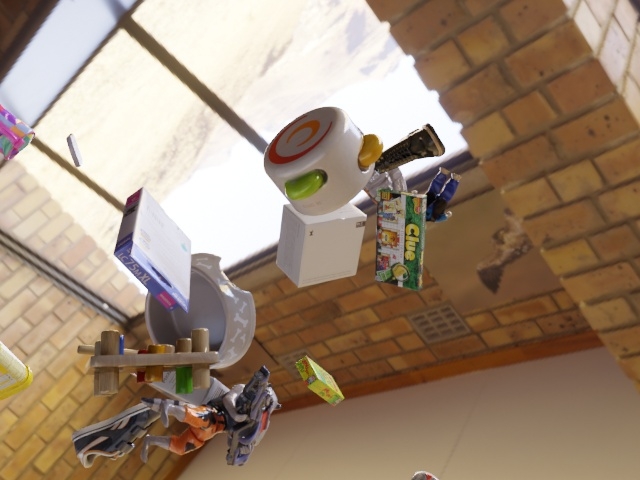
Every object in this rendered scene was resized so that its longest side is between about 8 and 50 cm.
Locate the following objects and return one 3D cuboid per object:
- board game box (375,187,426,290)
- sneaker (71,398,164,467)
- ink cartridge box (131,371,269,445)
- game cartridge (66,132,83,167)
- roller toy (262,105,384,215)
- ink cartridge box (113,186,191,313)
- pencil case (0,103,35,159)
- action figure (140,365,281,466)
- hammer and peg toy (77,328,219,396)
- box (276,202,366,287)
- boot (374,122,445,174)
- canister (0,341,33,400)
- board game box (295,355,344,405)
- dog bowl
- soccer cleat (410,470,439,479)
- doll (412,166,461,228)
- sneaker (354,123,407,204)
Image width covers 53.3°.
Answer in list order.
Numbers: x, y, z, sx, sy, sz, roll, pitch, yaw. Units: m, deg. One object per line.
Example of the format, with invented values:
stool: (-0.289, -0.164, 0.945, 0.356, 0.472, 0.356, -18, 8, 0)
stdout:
board game box: (0.211, -0.002, 1.695, 0.136, 0.260, 0.030, 11, -158, 31)
sneaker: (-0.635, 0.627, 2.066, 0.321, 0.128, 0.126, -24, 157, -2)
ink cartridge box: (-0.370, 0.437, 1.841, 0.384, 0.308, 0.091, 15, -115, 37)
game cartridge: (-0.640, -0.234, 1.660, 0.017, 0.083, 0.056, -16, -159, -10)
roller toy: (0.002, -0.151, 1.231, 0.209, 0.146, 0.191, -45, -146, -9)
ink cartridge box: (-0.361, 0.026, 1.394, 0.065, 0.186, 0.311, -33, -150, 7)
pencil case: (-0.768, -0.290, 1.443, 0.104, 0.236, 0.104, -43, -163, 17)
action figure: (-0.240, 0.392, 1.524, 0.178, 0.330, 0.341, 50, -50, 40)
hammer and peg toy: (-0.393, 0.280, 1.412, 0.265, 0.128, 0.361, 2, 165, -23)
box: (0.000, 0.000, 1.603, 0.180, 0.182, 0.119, -10, -147, -30)
boot: (0.179, -0.181, 1.355, 0.137, 0.077, 0.198, -29, -176, -2)
canister: (-0.868, 0.343, 1.696, 0.126, 0.170, 0.073, -25, -133, -9)
board game box: (-0.001, 0.427, 1.931, 0.043, 0.181, 0.092, -38, -131, 3)
dog bowl: (-0.356, 0.210, 1.823, 0.348, 0.349, 0.102, -31, 171, 27)
soccer cleat: (0.256, 0.530, 1.246, 0.068, 0.196, 0.076, -41, 165, -18)
doll: (0.318, -0.111, 1.799, 0.189, 0.129, 0.046, -61, 170, -3)
sneaker: (0.123, -0.194, 1.868, 0.124, 0.321, 0.180, -31, 169, -23)
